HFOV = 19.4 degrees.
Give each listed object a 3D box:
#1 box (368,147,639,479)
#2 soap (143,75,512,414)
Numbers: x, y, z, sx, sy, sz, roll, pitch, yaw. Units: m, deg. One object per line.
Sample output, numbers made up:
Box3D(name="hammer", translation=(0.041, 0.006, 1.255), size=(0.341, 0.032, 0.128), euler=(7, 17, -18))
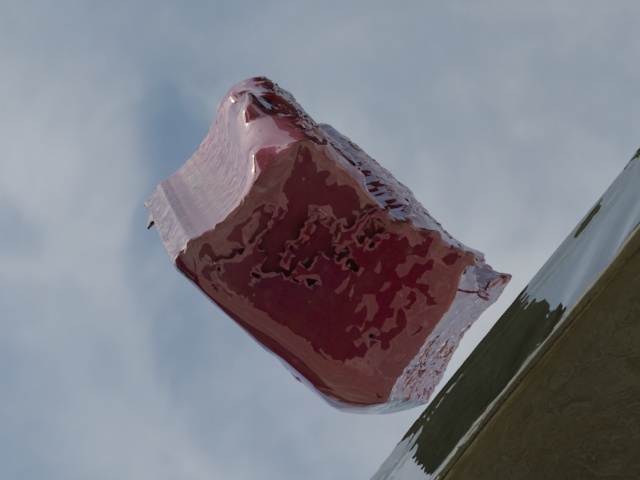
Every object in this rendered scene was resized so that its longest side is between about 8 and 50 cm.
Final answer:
Box3D(name="box", translation=(0.114, 0.099, 0.709), size=(0.149, 0.155, 0.231), euler=(39, -87, -1))
Box3D(name="soap", translation=(0.000, 0.000, 1.194), size=(0.220, 0.325, 0.127), euler=(39, -85, -15))
